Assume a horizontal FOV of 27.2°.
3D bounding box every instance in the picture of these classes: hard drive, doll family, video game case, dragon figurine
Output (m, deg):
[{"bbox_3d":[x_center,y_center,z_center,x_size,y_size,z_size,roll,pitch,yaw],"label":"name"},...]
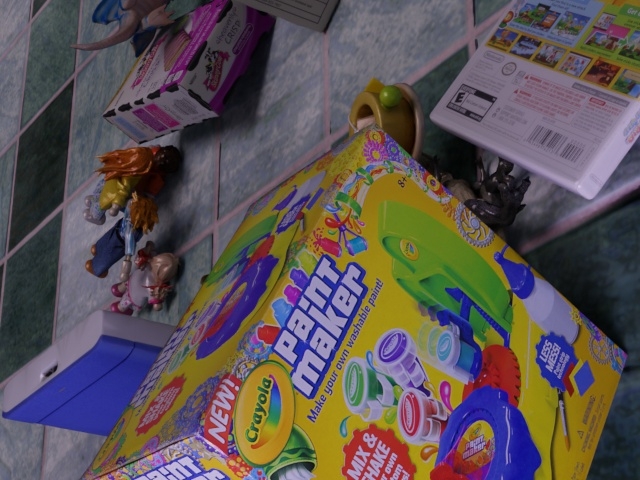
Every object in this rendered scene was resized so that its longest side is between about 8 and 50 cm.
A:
[{"bbox_3d":[-0.104,0.147,1.227,0.210,0.319,0.040,-35,48,47],"label":"hard drive"},{"bbox_3d":[-0.258,-0.031,1.758,0.163,0.118,0.263,-38,46,45],"label":"doll family"},{"bbox_3d":[0.211,-0.152,1.090,0.206,0.026,0.227,-54,32,0],"label":"video game case"},{"bbox_3d":[-0.242,-0.304,1.745,0.144,0.085,0.289,-30,26,53],"label":"dragon figurine"}]

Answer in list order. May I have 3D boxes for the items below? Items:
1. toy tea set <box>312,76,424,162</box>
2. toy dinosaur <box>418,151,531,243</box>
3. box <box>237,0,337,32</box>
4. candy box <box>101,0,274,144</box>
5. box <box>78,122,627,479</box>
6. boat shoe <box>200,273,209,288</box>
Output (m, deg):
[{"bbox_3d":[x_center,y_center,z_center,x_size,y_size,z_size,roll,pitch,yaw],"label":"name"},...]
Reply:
[{"bbox_3d":[0.000,0.000,1.266,0.336,0.124,0.200,124,137,-54],"label":"toy tea set"},{"bbox_3d":[0.144,-0.026,1.162,0.268,0.064,0.118,-114,38,-46],"label":"toy dinosaur"},{"bbox_3d":[-0.010,-0.414,1.509,0.311,0.148,0.121,-63,32,16],"label":"box"},{"bbox_3d":[-0.175,-0.222,1.715,0.233,0.071,0.159,-11,46,57],"label":"candy box"},{"bbox_3d":[0.033,0.129,0.955,0.177,0.279,0.290,-31,24,49],"label":"box"},{"bbox_3d":[-0.081,0.108,1.456,0.223,0.080,0.073,-130,38,-58],"label":"boat shoe"}]
